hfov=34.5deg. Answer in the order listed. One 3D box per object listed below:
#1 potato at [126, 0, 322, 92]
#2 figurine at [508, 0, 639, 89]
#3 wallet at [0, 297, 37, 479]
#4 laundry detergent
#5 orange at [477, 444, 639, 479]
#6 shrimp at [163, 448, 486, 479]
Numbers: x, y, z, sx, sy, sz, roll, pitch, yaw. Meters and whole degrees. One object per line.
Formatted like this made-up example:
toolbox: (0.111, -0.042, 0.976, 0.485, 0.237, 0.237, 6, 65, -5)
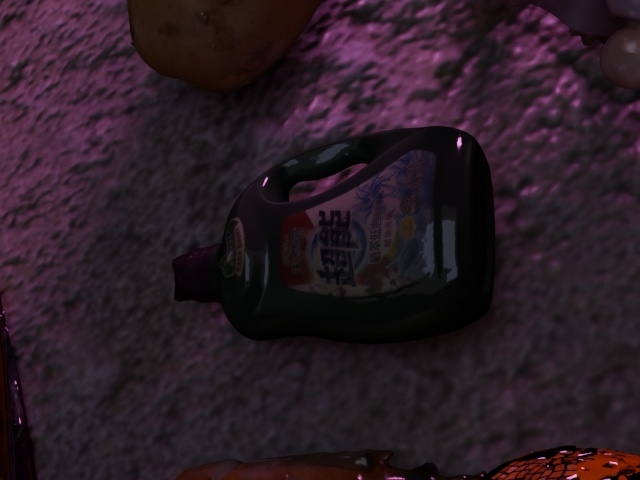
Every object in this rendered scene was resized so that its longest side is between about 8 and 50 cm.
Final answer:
potato: (-0.059, -0.221, 0.764, 0.150, 0.146, 0.234, 18, 75, -2)
figurine: (0.196, -0.186, 0.633, 0.275, 0.133, 0.200, 11, 87, 32)
wallet: (-0.299, 0.136, 0.774, 0.160, 0.042, 0.196, -25, 62, 14)
laundry detergent: (0.000, 0.000, 0.677, 0.221, 0.078, 0.144, -6, 65, 24)
orange: (0.118, 0.211, 0.453, 0.182, 0.234, 0.235, 28, 80, -13)
shrimp: (-0.021, 0.201, 0.614, 0.254, 0.059, 0.145, -8, 69, 22)
